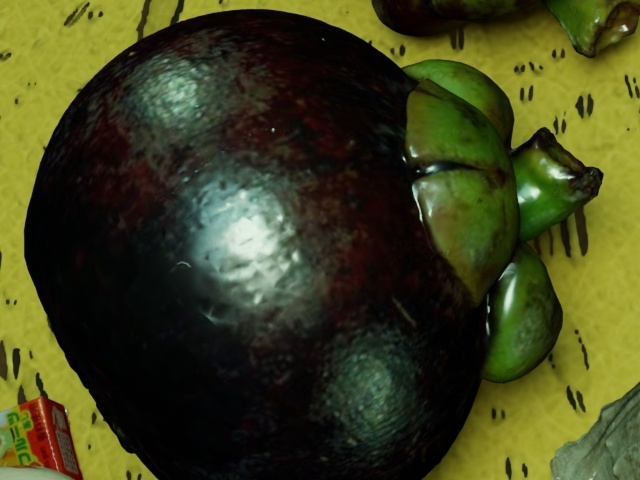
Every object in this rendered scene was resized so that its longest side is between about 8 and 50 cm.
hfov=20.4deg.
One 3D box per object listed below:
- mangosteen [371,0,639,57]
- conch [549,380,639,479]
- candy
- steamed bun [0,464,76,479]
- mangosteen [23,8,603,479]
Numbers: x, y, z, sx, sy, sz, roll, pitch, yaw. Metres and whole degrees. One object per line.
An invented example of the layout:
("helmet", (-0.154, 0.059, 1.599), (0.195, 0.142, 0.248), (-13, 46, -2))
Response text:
("mangosteen", (0.074, -0.281, 1.087), (0.296, 0.313, 0.297), (2, 38, -2))
("conch", (0.229, 0.128, 1.007), (0.207, 0.130, 0.155), (-5, 35, 37))
("candy", (-0.217, 0.150, 1.139), (0.122, 0.038, 0.062), (-22, 68, 7))
("steamed bun", (-0.209, 0.239, 1.043), (0.177, 0.131, 0.228), (42, 93, 9))
("mangosteen", (-0.015, 0.003, 0.999), (0.300, 0.300, 0.300), (-5, 71, 14))
